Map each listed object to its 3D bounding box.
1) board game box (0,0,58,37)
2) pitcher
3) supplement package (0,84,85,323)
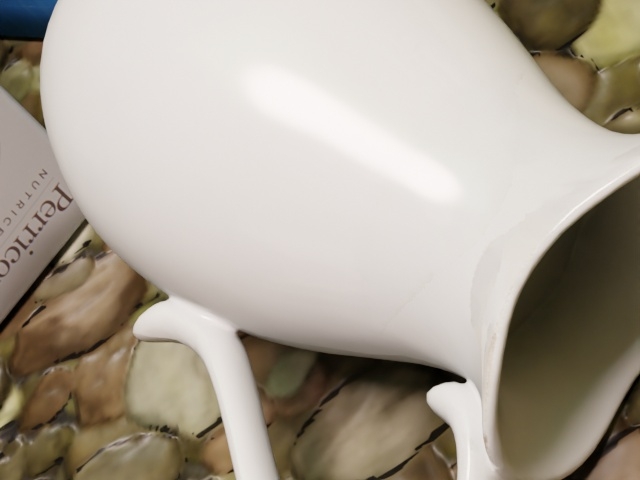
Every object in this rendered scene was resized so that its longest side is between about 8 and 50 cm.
[{"bbox_3d":[-0.055,-0.226,0.807,0.308,0.086,0.302,7,60,43],"label":"board game box"},{"bbox_3d":[0.000,0.000,0.545,0.207,0.125,0.178,31,84,37],"label":"pitcher"},{"bbox_3d":[-0.259,-0.044,0.674,0.198,0.263,0.199,25,73,47],"label":"supplement package"}]
